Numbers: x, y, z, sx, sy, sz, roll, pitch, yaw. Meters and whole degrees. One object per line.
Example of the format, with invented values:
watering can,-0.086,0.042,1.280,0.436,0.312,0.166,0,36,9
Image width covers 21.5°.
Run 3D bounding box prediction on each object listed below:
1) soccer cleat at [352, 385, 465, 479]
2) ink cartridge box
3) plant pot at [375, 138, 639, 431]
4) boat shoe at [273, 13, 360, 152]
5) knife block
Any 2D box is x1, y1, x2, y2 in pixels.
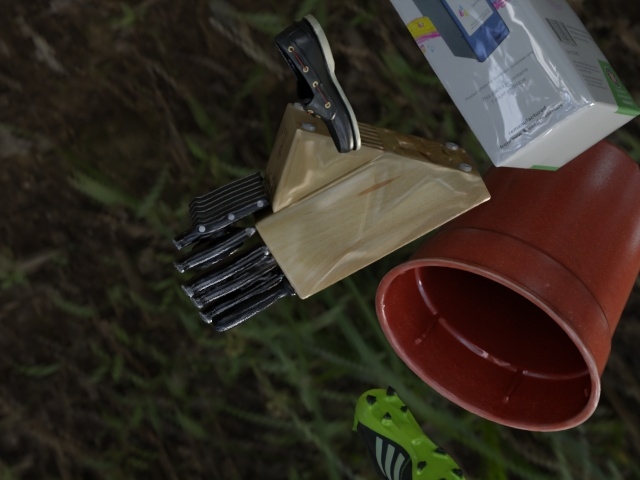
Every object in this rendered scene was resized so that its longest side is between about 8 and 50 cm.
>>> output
soccer cleat,0.088,0.221,1.633,0.060,0.179,0.072,-14,141,-28
ink cartridge box,0.140,-0.165,1.305,0.093,0.212,0.154,-34,168,21
plant pot,0.244,0.029,1.915,0.265,0.272,0.272,-54,153,-32
boat shoe,-0.002,-0.127,1.427,0.042,0.049,0.133,-31,124,-10
knife block,0.000,0.000,1.663,0.276,0.088,0.242,13,110,-12
